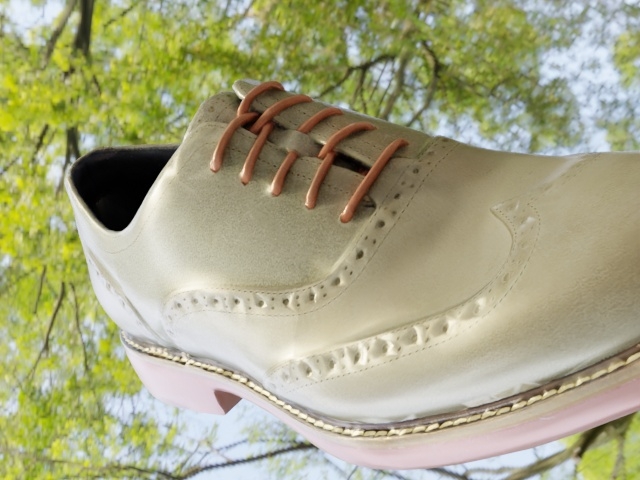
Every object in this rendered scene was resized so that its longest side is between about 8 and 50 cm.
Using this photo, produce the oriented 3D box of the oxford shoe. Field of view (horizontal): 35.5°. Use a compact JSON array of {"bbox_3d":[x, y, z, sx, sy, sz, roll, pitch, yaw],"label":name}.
[{"bbox_3d":[0.000,0.000,0.447,0.140,0.397,0.146,-47,-64,-37],"label":"oxford shoe"}]
